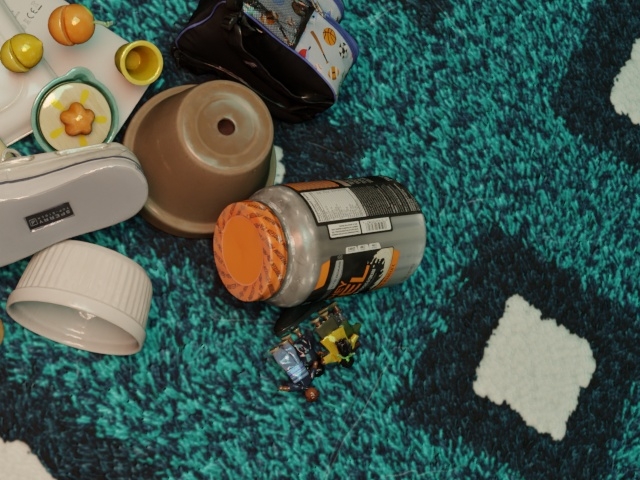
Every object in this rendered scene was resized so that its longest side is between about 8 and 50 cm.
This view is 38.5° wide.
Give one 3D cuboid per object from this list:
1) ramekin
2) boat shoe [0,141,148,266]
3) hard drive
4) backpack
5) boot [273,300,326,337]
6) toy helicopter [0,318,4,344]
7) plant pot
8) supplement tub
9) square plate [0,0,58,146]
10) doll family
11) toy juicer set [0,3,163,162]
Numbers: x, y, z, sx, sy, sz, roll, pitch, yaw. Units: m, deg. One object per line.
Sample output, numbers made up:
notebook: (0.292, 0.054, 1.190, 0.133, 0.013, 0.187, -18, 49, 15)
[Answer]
ramekin: (-0.349, 0.084, 1.367, 0.207, 0.207, 0.109, 21, 64, -15)
boat shoe: (-0.440, -0.070, 1.322, 0.367, 0.156, 0.136, -19, 127, -8)
hard drive: (-0.442, -0.290, 1.491, 0.307, 0.040, 0.203, 33, 71, -11)
backpack: (-0.075, -0.326, 1.528, 0.263, 0.276, 0.213, 42, 70, -22)
boot: (-0.055, 0.093, 1.551, 0.121, 0.045, 0.099, -37, 95, -29)
toy helicopter: (-0.623, 0.070, 1.314, 0.355, 0.140, 0.235, 27, 47, -29)
plant pot: (-0.178, -0.150, 1.457, 0.263, 0.229, 0.263, 4, 78, -18)
supplement tub: (0.000, 0.000, 1.467, 0.316, 0.193, 0.193, -8, 82, -39)
square plate: (-0.614, -0.264, 1.386, 0.344, 0.049, 0.347, -35, 96, -14)
doll family: (-0.001, 0.190, 1.540, 0.193, 0.076, 0.111, -33, 96, -17)
toy juicer set: (-0.402, -0.205, 1.383, 0.209, 0.089, 0.329, 36, 86, -34)
